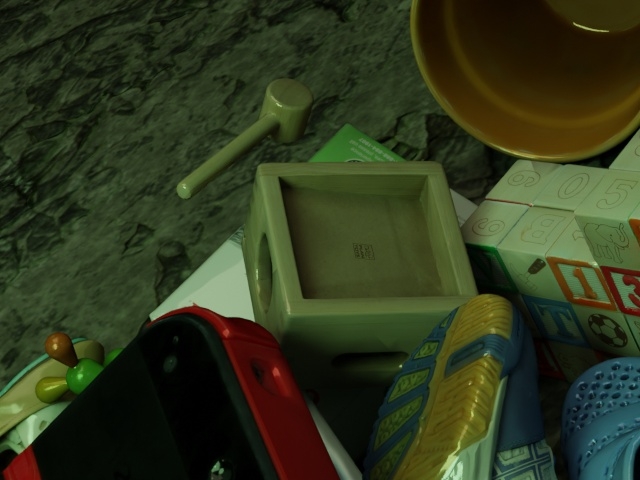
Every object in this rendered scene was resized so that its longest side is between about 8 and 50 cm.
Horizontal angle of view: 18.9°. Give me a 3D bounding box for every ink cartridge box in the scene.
[{"bbox_3d":[0.011,0.046,1.368,0.160,0.092,0.219,35,66,25],"label":"ink cartridge box"}]

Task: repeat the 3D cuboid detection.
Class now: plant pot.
[{"bbox_3d":[0.200,-0.192,1.526,0.205,0.205,0.188,-9,22,31],"label":"plant pot"}]

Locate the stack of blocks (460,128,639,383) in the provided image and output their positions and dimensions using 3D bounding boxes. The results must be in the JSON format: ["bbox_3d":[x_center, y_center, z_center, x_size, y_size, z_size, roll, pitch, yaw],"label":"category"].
[{"bbox_3d":[0.227,0.020,1.207,0.297,0.171,0.087,10,49,47],"label":"stack of blocks"}]

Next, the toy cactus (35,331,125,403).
[{"bbox_3d":[-0.113,0.121,1.428,0.219,0.112,0.180,-28,40,-17],"label":"toy cactus"}]

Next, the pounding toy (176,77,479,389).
[{"bbox_3d":[-0.010,-0.004,1.276,0.181,0.094,0.206,-1,50,-14],"label":"pounding toy"}]

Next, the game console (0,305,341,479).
[{"bbox_3d":[-0.107,0.257,1.094,0.342,0.060,0.386,-46,43,19],"label":"game console"}]

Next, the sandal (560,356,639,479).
[{"bbox_3d":[0.210,0.149,1.076,0.126,0.138,0.317,-31,30,2],"label":"sandal"}]

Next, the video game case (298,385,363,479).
[{"bbox_3d":[-0.049,0.215,1.193,0.204,0.025,0.285,-33,55,-5],"label":"video game case"}]

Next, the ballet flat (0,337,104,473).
[{"bbox_3d":[-0.249,0.171,1.499,0.232,0.080,0.073,-38,60,-8],"label":"ballet flat"}]

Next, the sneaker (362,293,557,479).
[{"bbox_3d":[0.100,0.173,1.118,0.112,0.131,0.296,-36,33,46],"label":"sneaker"}]
